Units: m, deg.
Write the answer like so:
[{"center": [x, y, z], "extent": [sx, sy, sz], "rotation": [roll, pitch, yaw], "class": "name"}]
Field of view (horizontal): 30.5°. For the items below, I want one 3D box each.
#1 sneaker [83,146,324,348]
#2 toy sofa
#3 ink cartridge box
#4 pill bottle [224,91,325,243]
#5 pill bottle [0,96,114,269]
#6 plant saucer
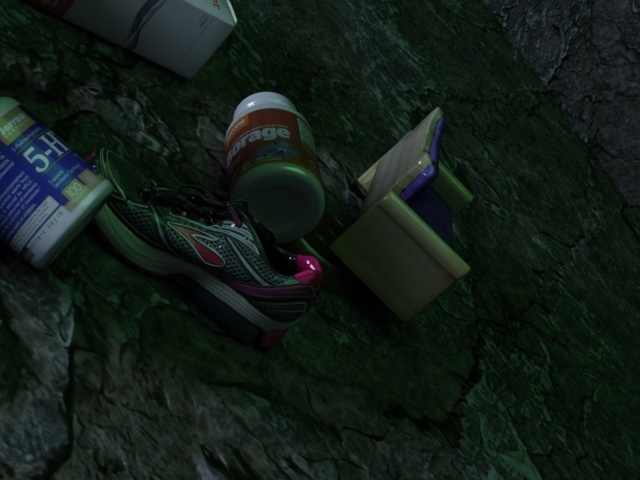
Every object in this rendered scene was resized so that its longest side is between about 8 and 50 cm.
[{"center": [-0.132, -0.011, 1.292], "extent": [0.299, 0.112, 0.121], "rotation": [36, 26, -17], "class": "sneaker"}, {"center": [0.145, -0.047, 1.653], "extent": [0.150, 0.177, 0.362], "rotation": [46, 18, -8], "class": "toy sofa"}, {"center": [-0.277, -0.370, 1.632], "extent": [0.283, 0.117, 0.207], "rotation": [24, 31, -37], "class": "ink cartridge box"}, {"center": [-0.064, -0.102, 1.531], "extent": [0.121, 0.121, 0.216], "rotation": [31, 27, -27], "class": "pill bottle"}, {"center": [-0.302, -0.071, 1.125], "extent": [0.187, 0.112, 0.112], "rotation": [41, 24, -6], "class": "pill bottle"}, {"center": [0.000, 0.000, 1.581], "extent": [0.168, 0.029, 0.168], "rotation": [34, 27, -20], "class": "plant saucer"}]
